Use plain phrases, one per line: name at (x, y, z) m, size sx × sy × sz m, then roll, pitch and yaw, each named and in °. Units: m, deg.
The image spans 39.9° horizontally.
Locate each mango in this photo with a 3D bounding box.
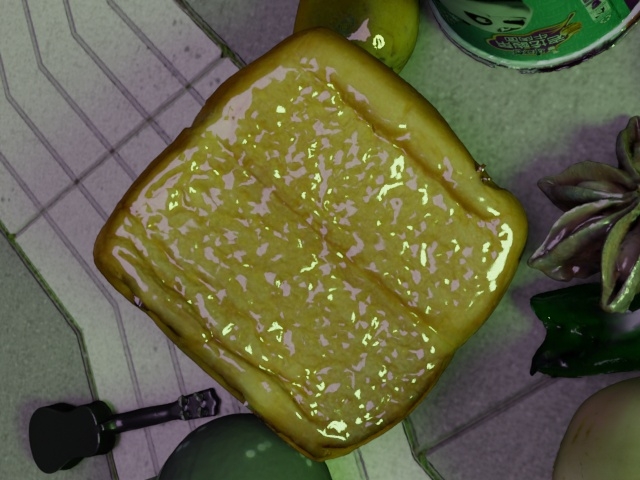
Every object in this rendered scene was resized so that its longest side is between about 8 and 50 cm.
mango at (0.034, -0.240, 0.906) m, size 0.137 × 0.098 × 0.195 m, roll -9°, pitch 79°, yaw 30°

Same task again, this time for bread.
bread at (0.000, 0.000, 0.843) m, size 0.337 × 0.148 × 0.328 m, roll 40°, pitch 91°, yaw -3°

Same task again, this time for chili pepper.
chili pepper at (0.286, 0.070, 0.785) m, size 0.224 × 0.061 × 0.098 m, roll -20°, pitch 79°, yaw 23°

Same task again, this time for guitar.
guitar at (-0.239, 0.218, 1.049) m, size 0.271 × 0.038 × 0.084 m, roll -17°, pitch 82°, yaw 25°

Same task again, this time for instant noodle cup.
instant noodle cup at (0.177, -0.292, 0.784) m, size 0.251 × 0.190 × 0.251 m, roll -1°, pitch 87°, yaw 26°

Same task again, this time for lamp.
lamp at (-0.127, 0.268, 0.926) m, size 0.313 × 0.182 × 0.182 m, roll -2°, pitch 86°, yaw 37°

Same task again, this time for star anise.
star anise at (0.271, -0.015, 0.754) m, size 0.196 × 0.073 × 0.212 m, roll -25°, pitch 44°, yaw 9°

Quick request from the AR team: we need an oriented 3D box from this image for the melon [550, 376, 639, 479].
melon at (0.333, 0.222, 0.666) m, size 0.316 × 0.223 × 0.223 m, roll 18°, pitch 96°, yaw 21°
